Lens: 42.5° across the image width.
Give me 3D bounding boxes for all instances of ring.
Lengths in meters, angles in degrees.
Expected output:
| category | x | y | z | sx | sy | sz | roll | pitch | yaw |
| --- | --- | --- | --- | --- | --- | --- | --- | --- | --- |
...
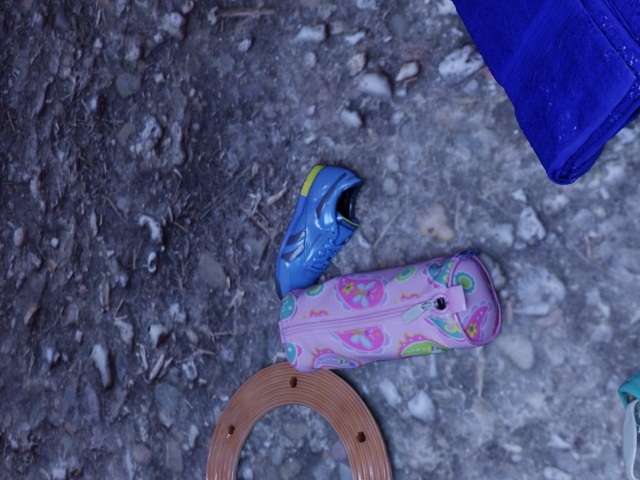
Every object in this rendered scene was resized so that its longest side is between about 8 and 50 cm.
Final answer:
| category | x | y | z | sx | sy | sz | roll | pitch | yaw |
| --- | --- | --- | --- | --- | --- | --- | --- | --- | --- |
| ring | -0.034 | 0.335 | 1.129 | 0.337 | 0.032 | 0.336 | -11 | 72 | 38 |

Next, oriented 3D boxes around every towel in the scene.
| category | x | y | z | sx | sy | sz | roll | pitch | yaw |
| --- | --- | --- | --- | --- | --- | --- | --- | --- | --- |
| towel | 0.249 | -0.240 | 0.914 | 0.308 | 0.076 | 0.227 | 68 | 152 | 24 |

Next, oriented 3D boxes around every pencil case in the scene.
| category | x | y | z | sx | sy | sz | roll | pitch | yaw |
| --- | --- | --- | --- | --- | --- | --- | --- | --- | --- |
| pencil case | 0.080 | 0.093 | 1.028 | 0.284 | 0.124 | 0.124 | -14 | 75 | 37 |

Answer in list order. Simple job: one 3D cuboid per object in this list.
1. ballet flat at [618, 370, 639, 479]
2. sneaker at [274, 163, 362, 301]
| category | x | y | z | sx | sy | sz | roll | pitch | yaw |
| --- | --- | --- | --- | --- | --- | --- | --- | --- | --- |
| ballet flat | 0.350 | 0.247 | 0.811 | 0.087 | 0.083 | 0.247 | -12 | 69 | 2 |
| sneaker | 0.000 | 0.000 | 1.136 | 0.082 | 0.069 | 0.209 | 23 | 98 | 34 |
